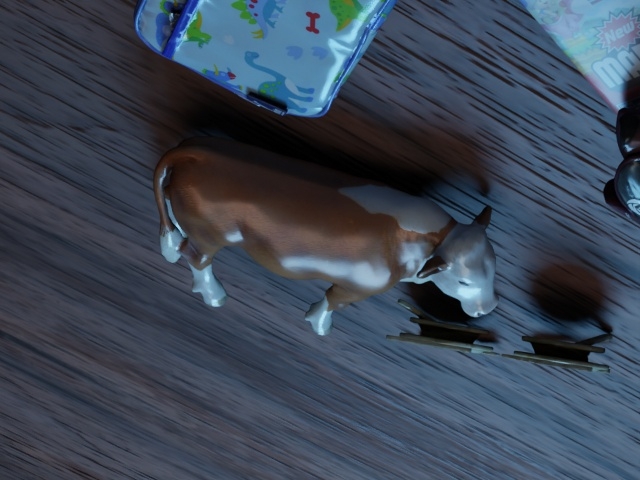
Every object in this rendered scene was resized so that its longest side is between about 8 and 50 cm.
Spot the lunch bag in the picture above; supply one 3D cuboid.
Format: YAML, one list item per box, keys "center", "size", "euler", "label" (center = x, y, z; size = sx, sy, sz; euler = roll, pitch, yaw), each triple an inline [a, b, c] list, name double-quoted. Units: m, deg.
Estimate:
- center: [-0.034, -0.198, 1.139]
  size: [0.176, 0.090, 0.219]
  euler: [27, 139, -9]
  label: "lunch bag"

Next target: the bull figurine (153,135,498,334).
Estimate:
- center: [0.000, 0.000, 1.355]
  size: [0.310, 0.101, 0.188]
  euler: [22, 143, -7]
  label: "bull figurine"

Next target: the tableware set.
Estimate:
- center: [0.169, 0.088, 1.432]
  size: [0.194, 0.039, 0.128]
  euler: [8, 177, 18]
  label: "tableware set"

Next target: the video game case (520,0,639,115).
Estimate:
- center: [0.239, -0.193, 1.098]
  size: [0.204, 0.025, 0.285]
  euler: [-21, 129, 37]
  label: "video game case"

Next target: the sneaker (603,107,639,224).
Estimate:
- center: [0.304, -0.066, 1.126]
  size: [0.162, 0.106, 0.281]
  euler: [23, 146, -17]
  label: "sneaker"
